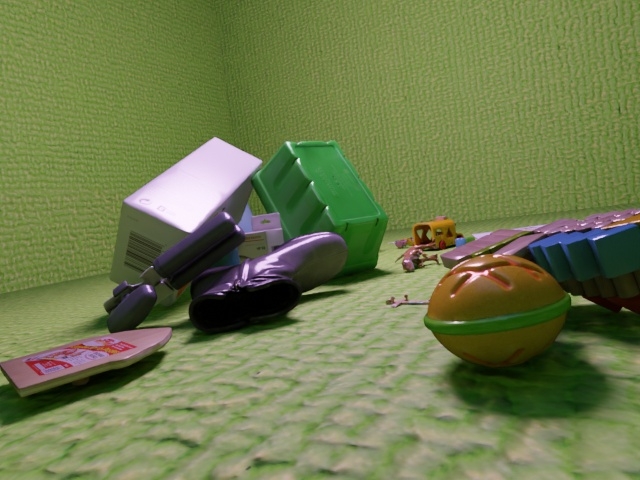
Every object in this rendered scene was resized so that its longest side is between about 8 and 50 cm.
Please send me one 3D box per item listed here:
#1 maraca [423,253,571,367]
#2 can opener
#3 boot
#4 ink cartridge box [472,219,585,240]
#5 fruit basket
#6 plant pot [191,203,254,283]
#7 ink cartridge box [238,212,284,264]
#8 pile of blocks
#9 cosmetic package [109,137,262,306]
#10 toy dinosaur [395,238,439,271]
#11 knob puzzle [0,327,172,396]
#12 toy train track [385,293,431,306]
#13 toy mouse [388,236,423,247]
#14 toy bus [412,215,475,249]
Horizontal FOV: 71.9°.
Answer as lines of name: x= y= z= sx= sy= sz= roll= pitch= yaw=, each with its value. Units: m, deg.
maraca: x=0.169 y=0.062 z=0.423 sx=0.127 sy=0.100 sz=0.185 roll=-9 pitch=0 yaw=29
can opener: x=-0.256 y=0.067 z=0.791 sx=0.283 sy=0.076 sz=0.095 roll=-36 pitch=46 yaw=-4
boot: x=-0.067 y=0.078 z=0.798 sx=0.337 sy=0.118 sz=0.222 roll=-22 pitch=10 yaw=-17
ink cartridge box: x=0.513 y=0.003 z=1.044 sx=0.274 sy=0.060 sz=0.239 roll=-8 pitch=2 yaw=13
fruit basket: x=-0.012 y=-0.041 z=1.213 sx=0.282 sy=0.393 sz=0.391 roll=-10 pitch=4 yaw=-34
plant pot: x=-0.316 y=-0.005 z=1.479 sx=0.271 sy=0.256 sz=0.271 roll=-7 pitch=3 yaw=0
ink cartridge box: x=-0.140 y=0.030 z=1.046 sx=0.104 sy=0.180 sz=0.060 roll=-6 pitch=3 yaw=38
pile of blocks: x=0.293 y=0.043 z=0.520 sx=0.148 sy=0.113 sz=0.362 roll=-24 pitch=2 yaw=-25
cosmetic package: x=-0.322 y=-0.070 z=1.130 sx=0.161 sy=0.230 sz=0.453 roll=25 pitch=33 yaw=-2
toy dinosaur: x=0.240 y=0.034 z=1.125 sx=0.112 sy=0.064 sz=0.211 roll=-8 pitch=2 yaw=11
knob puzzle: x=-0.282 y=0.151 z=0.563 sx=0.212 sy=0.030 sz=0.213 roll=-9 pitch=3 yaw=0
toy train track: x=0.142 y=0.094 z=0.702 sx=0.083 sy=0.014 sz=0.048 roll=-5 pitch=4 yaw=36
toy mouse: x=0.337 y=0.009 z=1.647 sx=0.160 sy=0.031 sz=0.143 roll=-8 pitch=3 yaw=-2
toy bus: x=0.403 y=-0.028 z=1.473 sx=0.190 sy=0.105 sz=0.202 roll=-7 pitch=3 yaw=9
